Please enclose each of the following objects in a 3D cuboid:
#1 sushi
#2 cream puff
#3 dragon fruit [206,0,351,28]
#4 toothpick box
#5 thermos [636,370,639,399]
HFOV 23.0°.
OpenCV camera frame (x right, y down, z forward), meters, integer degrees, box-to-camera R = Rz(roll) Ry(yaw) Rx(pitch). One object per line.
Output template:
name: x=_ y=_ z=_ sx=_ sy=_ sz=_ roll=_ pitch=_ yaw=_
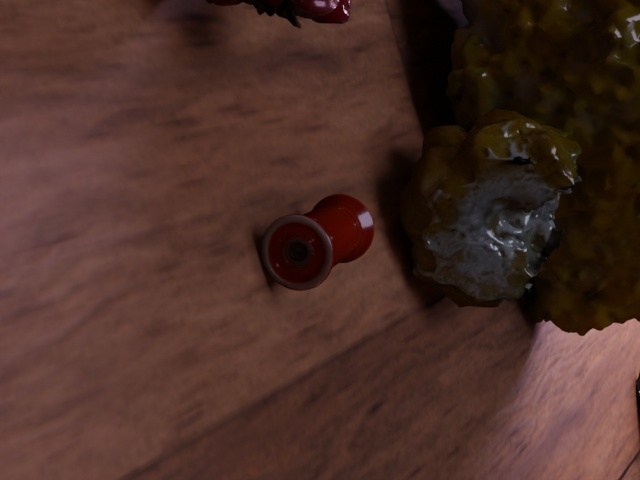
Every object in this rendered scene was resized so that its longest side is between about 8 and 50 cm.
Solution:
sushi: x=0.257 y=-0.149 z=1.373 sx=0.351 sy=0.240 sz=0.396 roll=-81 pitch=152 yaw=-45
cream puff: x=0.124 y=-0.030 z=1.170 sx=0.156 sy=0.121 sz=0.156 roll=17 pitch=90 yaw=-85
dragon fruit: x=-0.022 y=-0.264 z=0.921 sx=0.198 sy=0.218 sz=0.272 roll=115 pitch=-19 yaw=-46
toothpick box: x=0.000 y=0.000 z=0.962 sx=0.083 sy=0.047 sz=0.047 roll=-28 pitch=101 yaw=-66
thermos: x=0.456 y=0.251 z=1.734 sx=0.330 sy=0.109 sz=0.136 roll=53 pitch=32 yaw=-41
